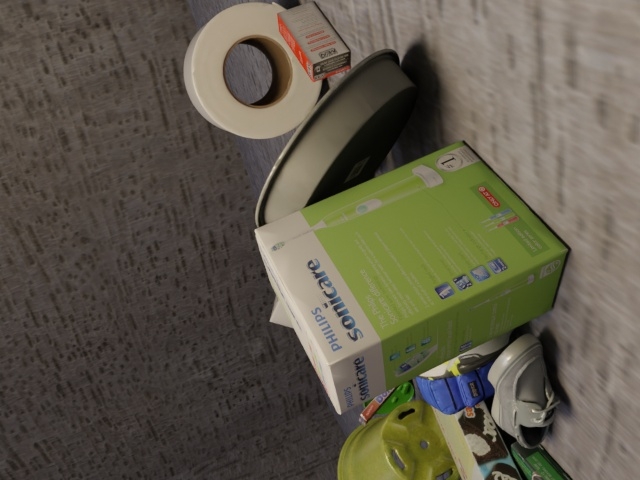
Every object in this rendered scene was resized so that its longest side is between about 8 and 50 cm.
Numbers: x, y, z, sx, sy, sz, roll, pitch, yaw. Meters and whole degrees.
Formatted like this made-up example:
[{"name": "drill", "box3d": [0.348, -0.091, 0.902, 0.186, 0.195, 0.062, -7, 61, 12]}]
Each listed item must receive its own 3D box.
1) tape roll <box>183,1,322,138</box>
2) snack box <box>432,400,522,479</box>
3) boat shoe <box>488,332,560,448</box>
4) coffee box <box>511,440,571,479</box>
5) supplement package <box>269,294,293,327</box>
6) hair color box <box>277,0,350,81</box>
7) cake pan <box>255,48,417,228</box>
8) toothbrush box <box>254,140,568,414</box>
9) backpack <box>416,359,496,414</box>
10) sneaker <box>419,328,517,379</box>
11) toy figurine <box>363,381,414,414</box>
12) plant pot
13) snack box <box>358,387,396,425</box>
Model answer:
[{"name": "tape roll", "box3d": [-0.135, -0.324, 1.204, 0.169, 0.246, 0.246, -144, 33, -69]}, {"name": "snack box", "box3d": [0.260, 0.348, 1.044, 0.187, 0.060, 0.321, 78, 175, -48]}, {"name": "boat shoe", "box3d": [0.273, 0.203, 0.807, 0.081, 0.079, 0.227, 46, 163, 38]}, {"name": "coffee box", "box3d": [0.342, 0.398, 0.941, 0.113, 0.041, 0.184, -128, 18, -54]}, {"name": "supplement package", "box3d": [0.016, 0.045, 1.048, 0.244, 0.139, 0.133, 116, 168, -51]}, {"name": "hair color box", "box3d": [-0.013, -0.336, 1.046, 0.043, 0.072, 0.141, 86, 159, -58]}, {"name": "cake pan", "box3d": [0.030, -0.113, 0.826, 0.054, 0.293, 0.293, 39, 163, 10]}, {"name": "toothbrush box", "box3d": [0.097, 0.033, 0.722, 0.206, 0.284, 0.122, 57, 165, 38]}, {"name": "backpack", "box3d": [0.213, 0.208, 0.956, 0.101, 0.120, 0.097, -169, 58, -77]}, {"name": "sneaker", "box3d": [0.154, 0.096, 0.954, 0.147, 0.145, 0.385, 69, 167, -12]}, {"name": "toy figurine", "box3d": [0.153, 0.318, 1.560, 0.159, 0.130, 0.173, -112, 28, -50]}, {"name": "plant pot", "box3d": [0.193, 0.470, 1.331, 0.276, 0.276, 0.253, 61, 156, 28]}, {"name": "snack box", "box3d": [0.151, 0.333, 1.379, 0.022, 0.178, 0.064, 40, 160, 17]}]
